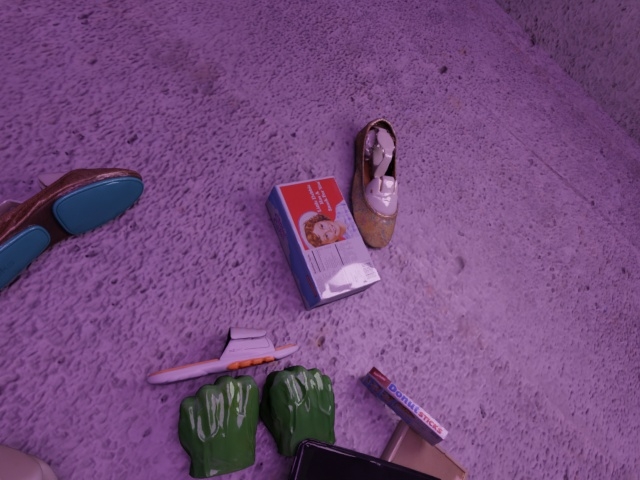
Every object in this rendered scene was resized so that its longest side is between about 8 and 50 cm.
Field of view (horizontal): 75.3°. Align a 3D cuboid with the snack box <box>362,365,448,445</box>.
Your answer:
[{"bbox_3d":[0.160,0.322,0.807,0.178,0.064,0.022,39,58,19],"label":"snack box"}]

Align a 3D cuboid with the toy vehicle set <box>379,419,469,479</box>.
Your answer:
[{"bbox_3d":[0.159,0.500,0.773,0.166,0.035,0.267,43,57,-1],"label":"toy vehicle set"}]

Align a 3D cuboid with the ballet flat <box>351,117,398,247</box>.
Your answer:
[{"bbox_3d":[0.144,-0.157,1.024,0.123,0.123,0.348,11,63,-19],"label":"ballet flat"}]

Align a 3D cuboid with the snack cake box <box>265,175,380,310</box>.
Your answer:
[{"bbox_3d":[0.000,0.000,0.901,0.152,0.089,0.264,-15,73,-27],"label":"snack cake box"}]

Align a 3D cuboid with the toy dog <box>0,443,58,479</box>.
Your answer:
[{"bbox_3d":[-0.478,0.416,0.379,0.285,0.395,0.407,16,75,4],"label":"toy dog"}]

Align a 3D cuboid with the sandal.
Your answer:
[{"bbox_3d":[-0.166,0.192,0.730,0.265,0.102,0.076,-5,72,-24],"label":"sandal"}]

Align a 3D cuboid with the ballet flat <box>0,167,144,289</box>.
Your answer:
[{"bbox_3d":[-0.477,-0.043,0.708,0.124,0.116,0.342,34,59,16],"label":"ballet flat"}]

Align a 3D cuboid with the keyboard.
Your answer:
[{"bbox_3d":[0.077,0.473,0.692,0.317,0.033,0.201,26,61,-17],"label":"keyboard"}]

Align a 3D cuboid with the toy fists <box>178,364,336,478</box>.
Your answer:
[{"bbox_3d":[-0.101,0.296,0.717,0.279,0.096,0.142,0,80,-26],"label":"toy fists"}]
